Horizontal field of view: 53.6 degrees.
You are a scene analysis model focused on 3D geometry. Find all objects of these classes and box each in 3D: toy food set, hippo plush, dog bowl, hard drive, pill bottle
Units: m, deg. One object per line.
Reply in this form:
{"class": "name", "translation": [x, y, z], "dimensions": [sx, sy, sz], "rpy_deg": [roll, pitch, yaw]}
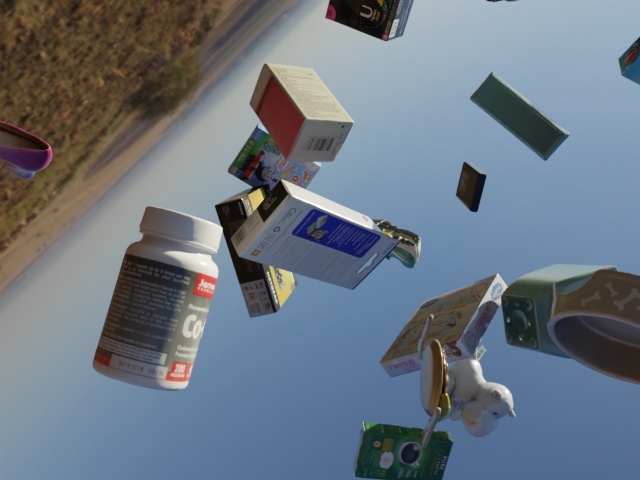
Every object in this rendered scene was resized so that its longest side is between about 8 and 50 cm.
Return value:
{"class": "toy food set", "translation": [0.191, 0.226, 1.034], "dimensions": [0.132, 0.038, 0.192], "rpy_deg": [97, -2, -48]}
{"class": "hippo plush", "translation": [0.504, 0.501, 2.000], "dimensions": [0.294, 0.234, 0.236], "rpy_deg": [-46, -139, -8]}
{"class": "dog bowl", "translation": [0.667, 0.203, 1.396], "dimensions": [0.349, 0.349, 0.102], "rpy_deg": [-16, -140, 60]}
{"class": "hard drive", "translation": [0.367, -0.133, 1.549], "dimensions": [0.135, 0.022, 0.094], "rpy_deg": [-98, -163, -70]}
{"class": "pill bottle", "translation": [-0.267, 0.096, 1.073], "dimensions": [0.161, 0.161, 0.283], "rpy_deg": [-3, -108, 68]}

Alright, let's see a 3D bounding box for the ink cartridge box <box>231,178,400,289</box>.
{"class": "ink cartridge box", "translation": [0.000, 0.000, 1.385], "dimensions": [0.176, 0.371, 0.069], "rpy_deg": [-47, -133, 21]}

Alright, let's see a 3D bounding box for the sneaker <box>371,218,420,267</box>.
{"class": "sneaker", "translation": [0.203, 0.007, 2.035], "dimensions": [0.107, 0.110, 0.275], "rpy_deg": [-21, -146, -34]}

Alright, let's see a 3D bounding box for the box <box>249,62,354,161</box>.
{"class": "box", "translation": [-0.051, -0.313, 1.553], "dimensions": [0.148, 0.232, 0.127], "rpy_deg": [-4, 138, -36]}

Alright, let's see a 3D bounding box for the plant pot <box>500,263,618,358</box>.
{"class": "plant pot", "translation": [0.654, 0.205, 1.769], "dimensions": [0.252, 0.247, 0.248], "rpy_deg": [-7, -178, -21]}

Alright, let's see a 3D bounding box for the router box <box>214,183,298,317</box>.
{"class": "router box", "translation": [-0.163, 0.020, 1.697], "dimensions": [0.081, 0.309, 0.243], "rpy_deg": [-13, -169, 14]}

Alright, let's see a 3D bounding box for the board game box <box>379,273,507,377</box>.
{"class": "board game box", "translation": [0.368, 0.255, 1.886], "dimensions": [0.319, 0.066, 0.318], "rpy_deg": [-28, -167, 47]}

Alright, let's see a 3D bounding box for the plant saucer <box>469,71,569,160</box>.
{"class": "plant saucer", "translation": [0.376, -0.237, 1.203], "dimensions": [0.067, 0.192, 0.018], "rpy_deg": [-51, 167, 20]}

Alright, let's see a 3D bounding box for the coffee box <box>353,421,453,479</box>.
{"class": "coffee box", "translation": [0.166, 0.432, 1.282], "dimensions": [0.040, 0.184, 0.113], "rpy_deg": [-102, -160, -70]}

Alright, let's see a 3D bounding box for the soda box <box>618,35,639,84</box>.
{"class": "soda box", "translation": [0.760, -0.358, 1.378], "dimensions": [0.071, 0.210, 0.067], "rpy_deg": [125, -16, -47]}

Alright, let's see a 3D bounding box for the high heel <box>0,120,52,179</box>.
{"class": "high heel", "translation": [-0.539, -0.178, 0.976], "dimensions": [0.117, 0.244, 0.082], "rpy_deg": [-23, -142, 48]}

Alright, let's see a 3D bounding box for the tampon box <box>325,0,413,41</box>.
{"class": "tampon box", "translation": [0.112, -0.530, 1.402], "dimensions": [0.101, 0.161, 0.120], "rpy_deg": [-39, 151, -54]}

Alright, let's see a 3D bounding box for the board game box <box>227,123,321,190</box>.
{"class": "board game box", "translation": [-0.129, -0.205, 1.782], "dimensions": [0.160, 0.211, 0.039], "rpy_deg": [-53, -160, 20]}
